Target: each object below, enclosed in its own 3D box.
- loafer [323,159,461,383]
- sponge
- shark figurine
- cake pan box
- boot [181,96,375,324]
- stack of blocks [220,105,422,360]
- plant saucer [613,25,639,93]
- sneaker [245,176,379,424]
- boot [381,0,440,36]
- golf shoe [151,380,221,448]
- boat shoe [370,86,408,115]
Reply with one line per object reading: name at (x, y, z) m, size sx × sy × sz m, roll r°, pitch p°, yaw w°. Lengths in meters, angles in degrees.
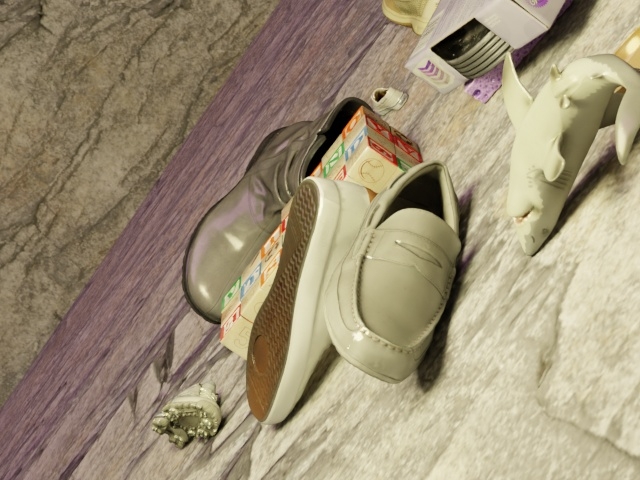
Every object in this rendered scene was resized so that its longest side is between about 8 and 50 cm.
loafer at (0.076, 0.020, 1.512) m, size 0.111 × 0.112 × 0.319 m, roll -59°, pitch 10°, yaw 29°
sponge at (0.237, -0.258, 1.782) m, size 0.210 × 0.031 × 0.117 m, roll -50°, pitch 15°, yaw 27°
shark figurine at (0.237, -0.106, 1.291) m, size 0.278 × 0.116 × 0.166 m, roll 134°, pitch 132°, yaw -65°
cake pan box at (0.217, -0.302, 1.746) m, size 0.267 × 0.070 × 0.246 m, roll -61°, pitch 12°, yaw -24°
boot at (-0.062, -0.049, 2.188) m, size 0.222 × 0.118 × 0.338 m, roll -18°, pitch 44°, yaw 61°
stack of blocks at (0.000, 0.000, 1.884) m, size 0.297 × 0.087 × 0.171 m, roll -52°, pitch 13°, yaw 15°
plant saucer at (0.282, -0.160, 1.420) m, size 0.083 × 0.015 × 0.083 m, roll -52°, pitch 14°, yaw 18°
sneaker at (0.007, 0.076, 1.713) m, size 0.106 × 0.123 × 0.290 m, roll 49°, pitch 126°, yaw 53°
boot at (0.144, -0.378, 2.066) m, size 0.262 × 0.095 × 0.203 m, roll -118°, pitch 29°, yaw -71°
golf shoe at (-0.160, 0.208, 2.014) m, size 0.086 × 0.069 × 0.176 m, roll -55°, pitch 13°, yaw -24°
boat shoe at (0.087, -0.195, 2.159) m, size 0.035 × 0.035 × 0.100 m, roll -57°, pitch 13°, yaw -6°
